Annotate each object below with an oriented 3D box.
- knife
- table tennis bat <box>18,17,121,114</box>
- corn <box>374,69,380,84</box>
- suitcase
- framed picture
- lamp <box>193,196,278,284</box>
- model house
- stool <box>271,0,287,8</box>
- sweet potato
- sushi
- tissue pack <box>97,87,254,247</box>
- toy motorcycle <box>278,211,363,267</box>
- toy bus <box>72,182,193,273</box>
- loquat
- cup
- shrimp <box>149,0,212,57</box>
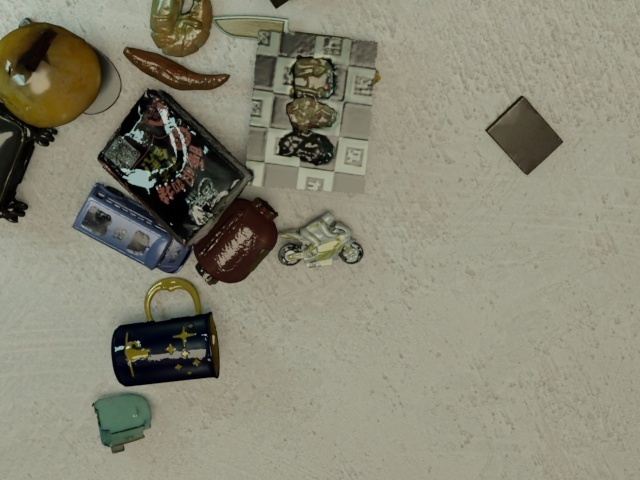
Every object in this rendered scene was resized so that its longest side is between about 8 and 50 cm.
[{"bbox_3d":[-0.092,-0.505,1.847,0.343,0.027,0.061,5,119,-5],"label":"knife"},{"bbox_3d":[-0.599,-0.419,1.828,0.154,0.021,0.274,-43,110,9],"label":"table tennis bat"},{"bbox_3d":[0.107,-0.389,1.903,0.092,0.037,0.037,-31,109,6],"label":"corn"},{"bbox_3d":[-0.869,-0.225,1.774,0.434,0.194,0.283,24,104,-12],"label":"suitcase"},{"bbox_3d":[0.529,-0.271,1.994,0.128,0.023,0.168,-44,107,10],"label":"framed picture"},{"bbox_3d":[-0.218,0.002,1.925,0.180,0.180,0.258,41,98,-17],"label":"lamp"},{"bbox_3d":[-0.545,0.511,2.110,0.148,0.119,0.148,-8,136,-27],"label":"model house"},{"bbox_3d":[-0.043,-0.666,1.720,0.264,0.179,0.179,-32,109,5],"label":"stool"},{"bbox_3d":[-0.345,-0.400,1.836,0.255,0.058,0.078,17,132,-5],"label":"sweet potato"},{"bbox_3d":[-0.024,-0.310,1.894,0.296,0.100,0.373,5,97,0],"label":"sushi"},{"bbox_3d":[-0.351,-0.171,1.843,0.332,0.123,0.245,44,103,7],"label":"tissue pack"},{"bbox_3d":[0.000,0.000,2.004,0.229,0.074,0.151,-1,106,-4],"label":"toy motorcycle"},{"bbox_3d":[-0.458,-0.018,1.916,0.292,0.133,0.125,30,102,-14],"label":"toy bus"},{"bbox_3d":[-0.612,-0.367,1.715,0.235,0.235,0.235,-2,109,-5],"label":"loquat"},{"bbox_3d":[-0.405,0.252,2.026,0.256,0.255,0.178,-6,146,-2],"label":"cup"},{"bbox_3d":[-0.323,-0.560,1.787,0.145,0.061,0.267,1,109,-8],"label":"shrimp"}]
